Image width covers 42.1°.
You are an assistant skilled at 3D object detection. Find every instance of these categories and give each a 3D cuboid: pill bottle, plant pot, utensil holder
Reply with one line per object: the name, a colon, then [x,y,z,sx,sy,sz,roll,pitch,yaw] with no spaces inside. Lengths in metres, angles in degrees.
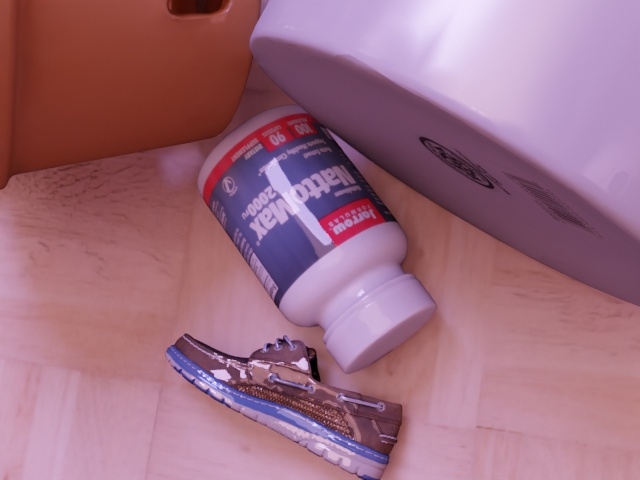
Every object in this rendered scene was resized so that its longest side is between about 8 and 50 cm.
pill bottle: [0.000,0.000,0.605,0.108,0.108,0.180,-38,73,3]
plant pot: [-0.162,-0.174,0.546,0.203,0.291,0.291,0,76,-22]
utensil holder: [0.182,-0.196,0.495,0.327,0.327,0.386,32,90,18]

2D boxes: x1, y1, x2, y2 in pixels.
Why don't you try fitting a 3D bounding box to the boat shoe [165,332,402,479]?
boat shoe: [-0.025,0.107,0.615,0.183,0.066,0.066,26,80,7]
